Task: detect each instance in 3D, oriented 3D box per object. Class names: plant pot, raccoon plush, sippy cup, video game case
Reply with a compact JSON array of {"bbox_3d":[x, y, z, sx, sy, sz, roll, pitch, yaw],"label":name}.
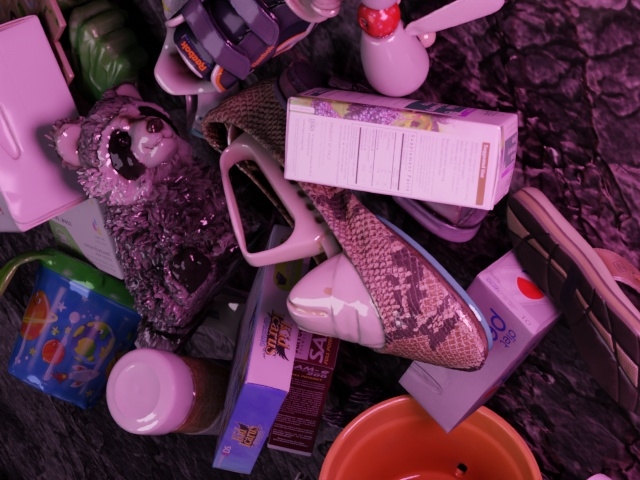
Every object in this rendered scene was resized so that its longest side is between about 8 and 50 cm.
[{"bbox_3d":[0.143,0.372,1.730,0.291,0.291,0.203,42,162,20],"label":"plant pot"},{"bbox_3d":[-0.277,-0.007,1.847,0.299,0.216,0.446,41,126,5],"label":"raccoon plush"},{"bbox_3d":[-0.413,0.159,2.216,0.306,0.224,0.240,25,174,5],"label":"sippy cup"},{"bbox_3d":[-0.079,0.153,1.763,0.061,0.244,0.269,14,145,-6],"label":"video game case"}]

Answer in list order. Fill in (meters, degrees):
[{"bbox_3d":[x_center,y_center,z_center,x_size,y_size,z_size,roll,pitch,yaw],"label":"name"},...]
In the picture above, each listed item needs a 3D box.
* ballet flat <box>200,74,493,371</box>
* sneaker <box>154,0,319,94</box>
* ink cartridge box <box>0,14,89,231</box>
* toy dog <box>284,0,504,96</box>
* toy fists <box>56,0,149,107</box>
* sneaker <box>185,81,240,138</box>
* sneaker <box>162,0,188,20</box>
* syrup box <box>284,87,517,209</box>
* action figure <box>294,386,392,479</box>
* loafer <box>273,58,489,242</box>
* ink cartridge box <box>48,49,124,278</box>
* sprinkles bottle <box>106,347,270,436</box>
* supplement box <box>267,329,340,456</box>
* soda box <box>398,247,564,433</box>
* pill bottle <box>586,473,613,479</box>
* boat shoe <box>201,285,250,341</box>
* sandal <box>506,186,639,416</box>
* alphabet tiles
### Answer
[{"bbox_3d":[0.000,0.000,1.544,0.482,0.182,0.164,54,160,29],"label":"ballet flat"},{"bbox_3d":[-0.096,-0.264,1.568,0.126,0.127,0.321,53,143,2],"label":"sneaker"},{"bbox_3d":[-0.506,-0.165,1.955,0.385,0.160,0.279,2,118,57],"label":"ink cartridge box"},{"bbox_3d":[0.090,-0.304,1.313,0.220,0.161,0.333,47,162,8],"label":"toy dog"},{"bbox_3d":[-0.347,-0.317,1.888,0.279,0.096,0.142,51,155,24],"label":"toy fists"},{"bbox_3d":[-0.134,-0.154,1.760,0.080,0.094,0.212,-18,105,56],"label":"sneaker"},{"bbox_3d":[-0.161,-0.379,1.619,0.126,0.091,0.240,66,152,18],"label":"sneaker"},{"bbox_3d":[0.087,-0.102,1.408,0.237,0.093,0.096,9,107,18],"label":"syrup box"},{"bbox_3d":[0.052,0.348,1.926,0.141,0.164,0.275,20,125,26],"label":"action figure"},{"bbox_3d":[0.082,-0.126,1.513,0.302,0.109,0.095,41,126,12],"label":"loafer"},{"bbox_3d":[-0.380,-0.134,2.083,0.207,0.119,0.353,19,133,45],"label":"ink cartridge box"},{"bbox_3d":[-0.167,0.233,1.939,0.121,0.355,0.121,-5,79,28],"label":"sprinkles bottle"},{"bbox_3d":[-0.021,0.195,1.888,0.073,0.130,0.239,12,140,0],"label":"supplement box"},{"bbox_3d":[0.198,0.123,1.574,0.098,0.091,0.286,48,147,13],"label":"soda box"},{"bbox_3d":[0.417,0.401,1.455,0.323,0.181,0.181,33,142,33],"label":"pill bottle"},{"bbox_3d":[-0.133,0.104,2.008,0.228,0.081,0.079,18,121,22],"label":"boat shoe"},{"bbox_3d":[0.308,0.056,1.384,0.302,0.086,0.120,59,157,22],"label":"sandal"},{"bbox_3d":[-0.447,-0.366,1.908,0.342,0.011,0.285,66,155,4],"label":"alphabet tiles"}]
